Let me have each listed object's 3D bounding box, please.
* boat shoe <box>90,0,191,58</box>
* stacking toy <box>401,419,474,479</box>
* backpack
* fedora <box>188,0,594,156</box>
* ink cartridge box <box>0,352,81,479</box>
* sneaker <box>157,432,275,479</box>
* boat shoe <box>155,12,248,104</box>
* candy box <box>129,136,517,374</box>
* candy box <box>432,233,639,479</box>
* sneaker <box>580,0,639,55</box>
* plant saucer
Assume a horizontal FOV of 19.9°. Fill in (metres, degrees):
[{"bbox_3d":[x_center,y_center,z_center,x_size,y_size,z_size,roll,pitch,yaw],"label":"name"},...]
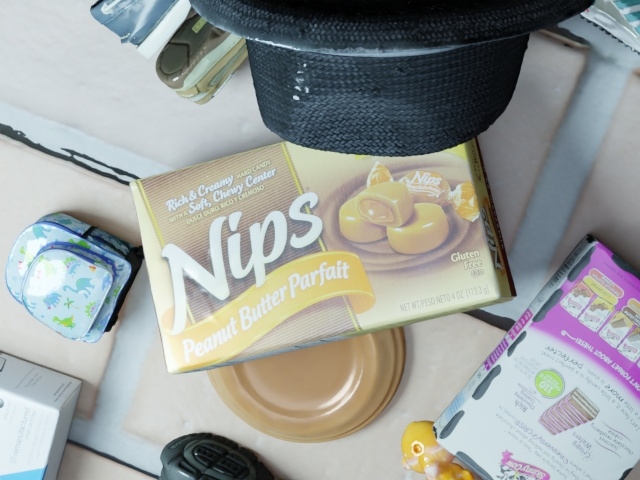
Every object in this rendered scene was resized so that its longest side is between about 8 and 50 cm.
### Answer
[{"bbox_3d":[-0.112,-0.276,1.611,0.079,0.095,0.254,34,120,-13],"label":"boat shoe"},{"bbox_3d":[0.164,0.301,1.726,0.175,0.166,0.302,-33,88,30],"label":"stacking toy"},{"bbox_3d":[-0.241,0.032,1.737,0.114,0.084,0.105,28,108,4],"label":"backpack"},{"bbox_3d":[0.058,-0.160,1.503,0.334,0.334,0.152,5,118,9],"label":"fedora"},{"bbox_3d":[-0.350,0.181,1.808,0.191,0.082,0.139,18,110,3],"label":"ink cartridge box"},{"bbox_3d":[-0.040,0.302,1.787,0.286,0.109,0.130,29,117,10],"label":"sneaker"},{"bbox_3d":[-0.064,-0.202,1.644,0.190,0.068,0.072,-44,136,9],"label":"boat shoe"},{"bbox_3d":[0.000,0.000,1.651,0.316,0.087,0.183,-14,83,15],"label":"candy box"},{"bbox_3d":[0.235,0.134,1.658,0.159,0.071,0.233,39,94,-3],"label":"candy box"},{"bbox_3d":[0.284,-0.205,1.573,0.161,0.057,0.075,32,116,2],"label":"sneaker"},{"bbox_3d":[-0.019,0.106,1.744,0.200,0.037,0.200,3,109,10],"label":"plant saucer"}]
